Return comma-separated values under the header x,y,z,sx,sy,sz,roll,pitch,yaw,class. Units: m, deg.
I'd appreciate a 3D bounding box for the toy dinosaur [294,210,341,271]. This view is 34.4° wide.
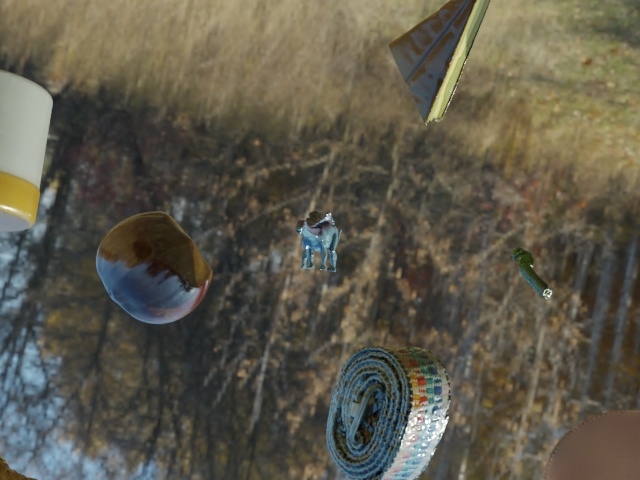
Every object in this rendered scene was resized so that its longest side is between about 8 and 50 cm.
x,y,z,sx,sy,sz,roll,pitch,yaw,class
0.000,0.000,1.365,0.045,0.080,0.197,3,178,17,toy dinosaur

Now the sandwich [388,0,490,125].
x,y,z,sx,sy,sz,roll,pitch,yaw,class
0.219,-0.293,1.627,0.187,0.144,0.117,-31,180,24,sandwich

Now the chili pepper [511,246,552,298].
x,y,z,sx,sy,sz,roll,pitch,yaw,class
0.237,0.033,1.179,0.027,0.022,0.083,0,-139,-23,chili pepper

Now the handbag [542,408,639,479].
x,y,z,sx,sy,sz,roll,pitch,yaw,class
0.340,0.285,1.100,0.205,0.179,0.116,-10,132,28,handbag

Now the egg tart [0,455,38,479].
x,y,z,sx,sy,sz,roll,pitch,yaw,class
-0.400,0.416,1.437,0.352,0.150,0.352,29,156,14,egg tart

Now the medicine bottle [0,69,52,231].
x,y,z,sx,sy,sz,roll,pitch,yaw,class
-0.580,-0.151,1.722,0.237,0.232,0.238,5,167,1,medicine bottle

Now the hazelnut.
x,y,z,sx,sy,sz,roll,pitch,yaw,class
-0.347,0.059,2.130,0.234,0.218,0.218,54,-173,4,hazelnut

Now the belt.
x,y,z,sx,sy,sz,roll,pitch,yaw,class
0.115,0.341,1.985,0.160,0.295,0.207,8,-160,-43,belt
